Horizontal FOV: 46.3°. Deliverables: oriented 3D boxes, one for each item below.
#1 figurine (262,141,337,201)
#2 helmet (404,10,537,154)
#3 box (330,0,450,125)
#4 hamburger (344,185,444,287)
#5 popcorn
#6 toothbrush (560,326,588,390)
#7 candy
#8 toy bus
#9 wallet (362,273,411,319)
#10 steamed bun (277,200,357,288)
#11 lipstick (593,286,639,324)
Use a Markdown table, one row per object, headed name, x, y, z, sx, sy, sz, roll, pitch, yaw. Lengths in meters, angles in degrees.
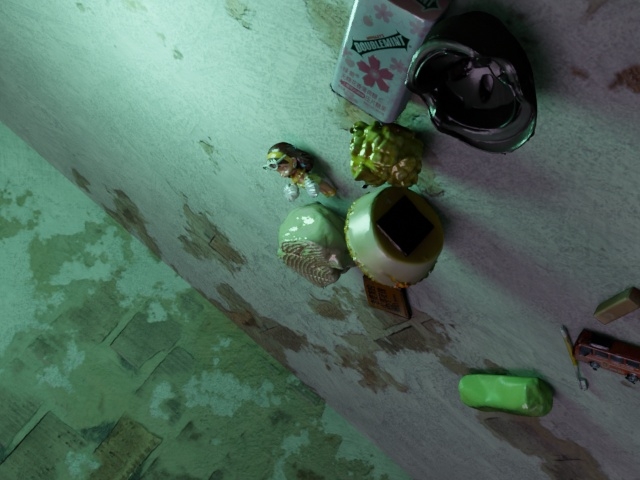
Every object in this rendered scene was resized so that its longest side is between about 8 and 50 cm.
| name | x | y | z | sx | sy | sz | roll | pitch | yaw |
| --- | --- | --- | --- | --- | --- | --- | --- | --- | --- |
| figurine | -0.060 | -0.197 | 2.246 | 0.240 | 0.116 | 0.175 | 43 | 155 | -21 |
| helmet | 0.323 | -0.335 | 1.527 | 0.225 | 0.177 | 0.305 | -13 | 135 | 43 |
| box | 0.142 | -0.427 | 1.673 | 0.190 | 0.112 | 0.369 | 35 | 151 | 9 |
| hamburger | 0.198 | -0.007 | 2.057 | 0.294 | 0.276 | 0.179 | 46 | 141 | -4 |
| popcorn | 0.161 | -0.210 | 1.877 | 0.189 | 0.169 | 0.218 | 6 | -179 | 6 |
| toothbrush | 0.747 | 0.350 | 2.204 | 0.024 | 0.021 | 0.288 | -1 | 135 | 35 |
| candy | 0.616 | 0.515 | 2.505 | 0.142 | 0.132 | 0.343 | 4 | 172 | -32 |
| toy bus | 0.807 | 0.316 | 2.039 | 0.235 | 0.073 | 0.096 | 18 | 137 | 33 |
| wallet | 0.224 | 0.189 | 2.557 | 0.161 | 0.042 | 0.195 | 21 | 147 | 30 |
| steamed bun | 0.000 | 0.000 | 2.378 | 0.275 | 0.206 | 0.320 | 26 | 153 | -8 |
| lipstick | 0.755 | 0.167 | 1.896 | 0.045 | 0.045 | 0.145 | 36 | 152 | 2 |
